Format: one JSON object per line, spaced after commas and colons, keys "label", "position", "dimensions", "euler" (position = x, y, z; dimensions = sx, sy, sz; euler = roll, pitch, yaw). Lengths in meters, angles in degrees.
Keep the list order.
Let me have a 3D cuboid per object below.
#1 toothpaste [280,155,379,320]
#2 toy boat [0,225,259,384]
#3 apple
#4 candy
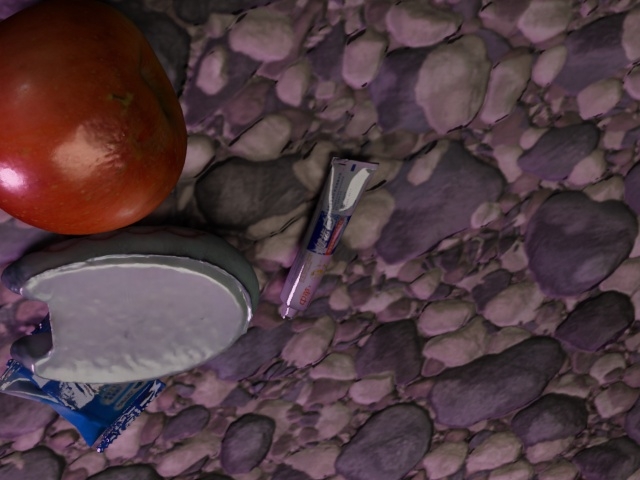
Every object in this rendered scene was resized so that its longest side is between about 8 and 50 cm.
{"label": "toothpaste", "position": [0.000, 0.000, 1.333], "dimensions": [0.045, 0.028, 0.170], "euler": [9, 123, -25]}
{"label": "toy boat", "position": [-0.154, 0.045, 1.273], "dimensions": [0.207, 0.079, 0.134], "euler": [-8, 121, -9]}
{"label": "apple", "position": [-0.173, -0.084, 1.074], "dimensions": [0.139, 0.163, 0.163], "euler": [-23, 137, 7]}
{"label": "candy", "position": [-0.208, 0.123, 1.331], "dimensions": [0.088, 0.038, 0.136], "euler": [-45, 125, 11]}
